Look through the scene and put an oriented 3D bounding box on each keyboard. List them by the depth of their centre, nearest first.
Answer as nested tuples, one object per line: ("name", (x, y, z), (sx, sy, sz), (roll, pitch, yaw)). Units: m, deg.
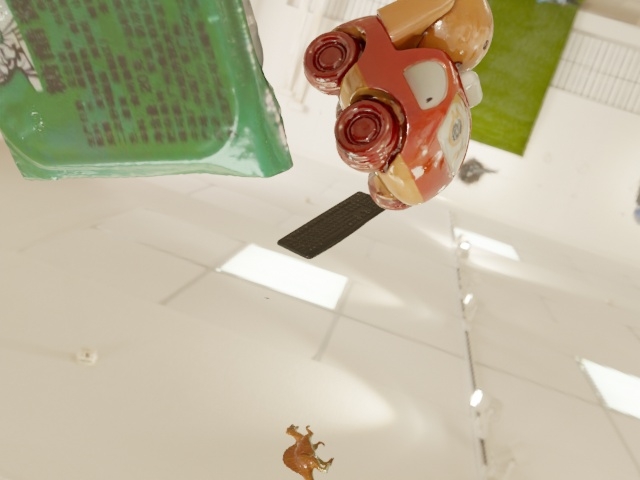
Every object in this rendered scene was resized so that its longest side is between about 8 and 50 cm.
("keyboard", (-0.002, -0.010, 1.414), (0.103, 0.041, 0.381), (24, -132, 34))

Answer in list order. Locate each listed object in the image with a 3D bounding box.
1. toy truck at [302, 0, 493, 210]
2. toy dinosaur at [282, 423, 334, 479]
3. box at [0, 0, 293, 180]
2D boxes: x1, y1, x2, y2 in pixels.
("toy truck", (0.123, -0.189, 0.843), (0.189, 0.239, 0.264), (42, -155, -63))
("toy dinosaur", (-0.042, 0.555, 1.726), (0.142, 0.057, 0.212), (14, -147, 9))
("box", (-0.179, -0.191, 0.599), (0.337, 0.264, 0.106), (3, -149, 32))
